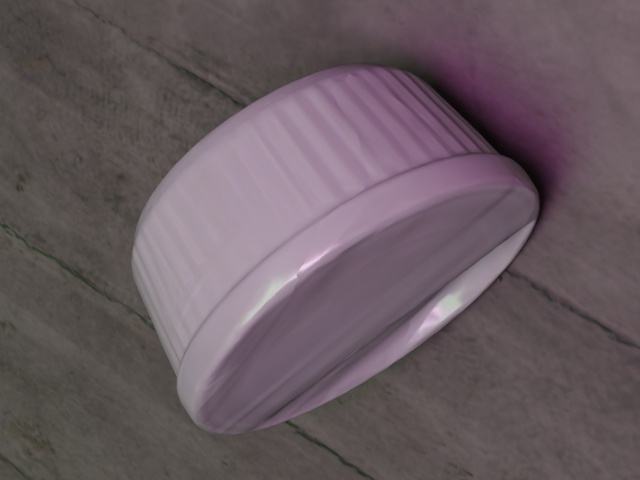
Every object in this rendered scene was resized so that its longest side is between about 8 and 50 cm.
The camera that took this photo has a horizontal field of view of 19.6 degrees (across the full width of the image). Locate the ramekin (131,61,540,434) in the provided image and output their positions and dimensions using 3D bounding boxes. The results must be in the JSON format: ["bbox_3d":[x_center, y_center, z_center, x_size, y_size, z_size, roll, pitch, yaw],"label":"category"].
[{"bbox_3d":[0.000,0.000,1.215,0.127,0.273,0.273,55,136,20],"label":"ramekin"}]
